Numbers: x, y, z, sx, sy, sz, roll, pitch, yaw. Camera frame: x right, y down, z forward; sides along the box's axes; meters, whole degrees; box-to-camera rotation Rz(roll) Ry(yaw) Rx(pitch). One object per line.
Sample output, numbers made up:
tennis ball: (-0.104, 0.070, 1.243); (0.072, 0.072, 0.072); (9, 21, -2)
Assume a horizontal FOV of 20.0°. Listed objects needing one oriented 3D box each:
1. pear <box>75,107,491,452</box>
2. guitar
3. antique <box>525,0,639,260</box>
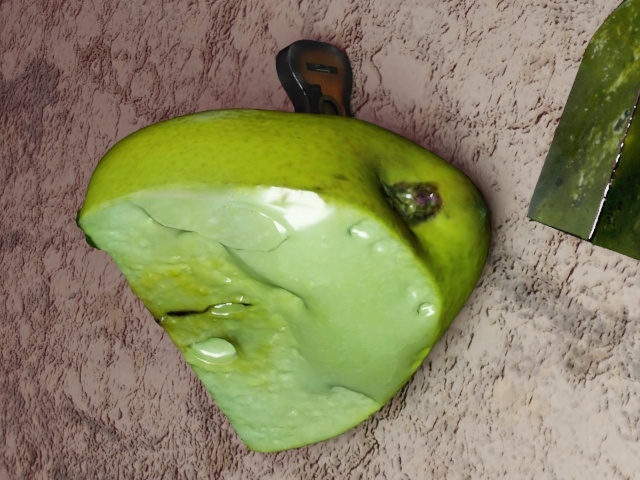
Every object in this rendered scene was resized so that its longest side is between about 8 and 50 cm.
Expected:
pear: (0.000, 0.000, 1.651); (0.318, 0.342, 0.238); (-13, 39, 25)
guitar: (0.011, -0.093, 1.829); (0.025, 0.088, 0.233); (-25, 70, 42)
antique: (0.259, -0.103, 1.528); (0.080, 0.081, 0.221); (23, 95, 48)
